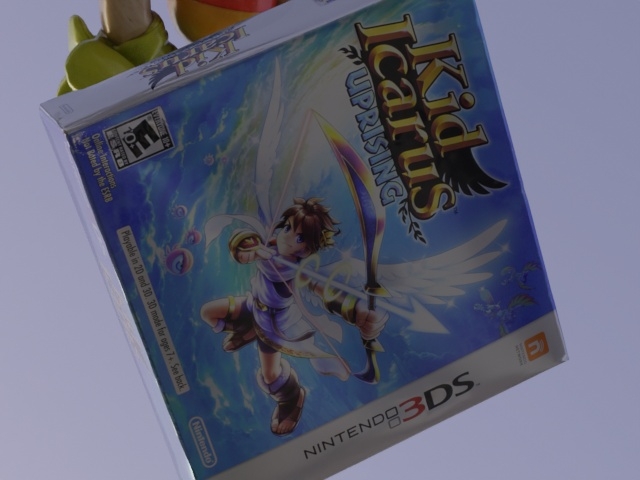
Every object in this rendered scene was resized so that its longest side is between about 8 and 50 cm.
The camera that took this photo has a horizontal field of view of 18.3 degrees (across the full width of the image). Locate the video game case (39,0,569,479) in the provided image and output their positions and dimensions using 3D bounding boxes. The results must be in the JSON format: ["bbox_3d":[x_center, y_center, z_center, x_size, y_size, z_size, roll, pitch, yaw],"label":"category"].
[{"bbox_3d":[0.000,0.000,1.140,0.244,0.061,0.269,-25,-63,-14],"label":"video game case"}]

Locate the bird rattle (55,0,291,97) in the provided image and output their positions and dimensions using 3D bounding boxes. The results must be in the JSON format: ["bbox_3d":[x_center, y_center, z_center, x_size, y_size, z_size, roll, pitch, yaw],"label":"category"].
[{"bbox_3d":[-0.102,-0.188,1.427,0.207,0.143,0.253,5,-86,-31],"label":"bird rattle"}]
